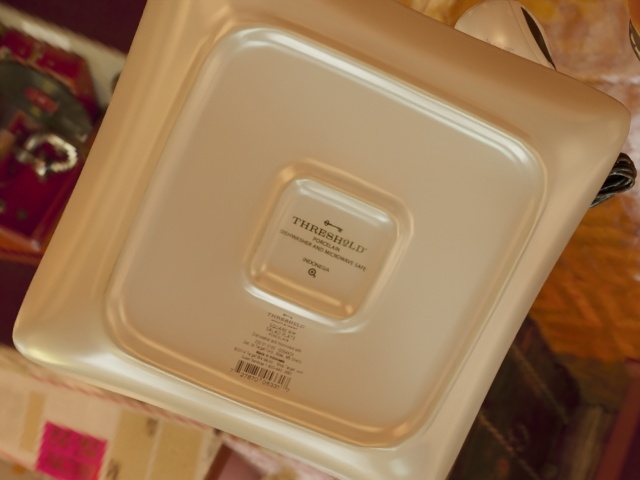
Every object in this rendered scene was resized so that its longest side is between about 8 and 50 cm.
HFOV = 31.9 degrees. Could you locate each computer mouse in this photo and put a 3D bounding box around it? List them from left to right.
[{"bbox_3d":[0.158,-0.091,0.846,0.106,0.042,0.193,-24,115,23],"label":"computer mouse"}]

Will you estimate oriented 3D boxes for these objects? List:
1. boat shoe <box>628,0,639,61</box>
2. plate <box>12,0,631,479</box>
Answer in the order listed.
[{"bbox_3d":[0.232,-0.093,0.454,0.207,0.073,0.073,5,169,23],"label":"boat shoe"},{"bbox_3d":[0.000,0.000,0.625,0.277,0.278,0.045,23,-166,-11],"label":"plate"}]
